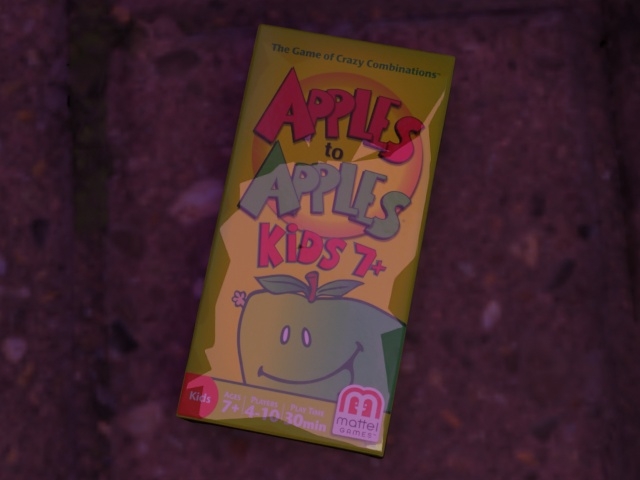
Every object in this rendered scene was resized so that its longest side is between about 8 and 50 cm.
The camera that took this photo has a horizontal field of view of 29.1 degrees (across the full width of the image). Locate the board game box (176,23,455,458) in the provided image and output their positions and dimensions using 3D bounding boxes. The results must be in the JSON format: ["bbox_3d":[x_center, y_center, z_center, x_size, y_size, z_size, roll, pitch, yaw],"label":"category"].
[{"bbox_3d":[0.000,0.000,0.560,0.092,0.043,0.181,10,79,5],"label":"board game box"}]
